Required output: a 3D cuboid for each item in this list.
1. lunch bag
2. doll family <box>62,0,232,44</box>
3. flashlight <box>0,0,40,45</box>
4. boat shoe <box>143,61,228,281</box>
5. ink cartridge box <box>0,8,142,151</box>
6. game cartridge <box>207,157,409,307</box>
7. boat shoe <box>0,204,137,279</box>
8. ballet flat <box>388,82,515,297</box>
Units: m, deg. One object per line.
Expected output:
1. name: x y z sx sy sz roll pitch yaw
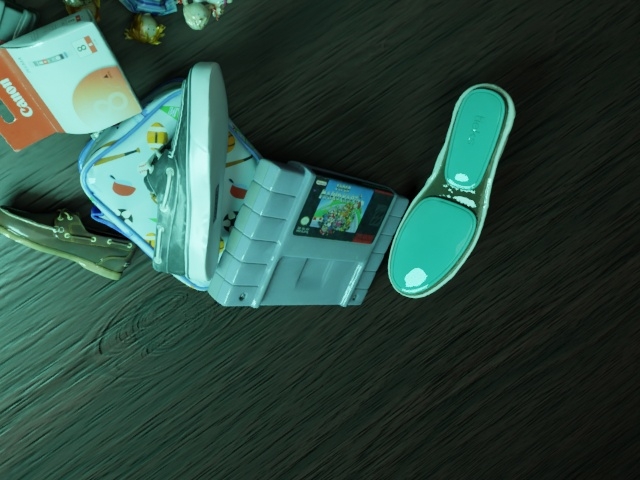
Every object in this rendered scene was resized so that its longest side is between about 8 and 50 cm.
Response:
1. lunch bag: -0.205 -0.080 0.966 0.243 0.115 0.303 -40 122 0
2. doll family: -0.252 -0.349 0.844 0.263 0.118 0.163 -4 108 -41
3. flashlight: -0.464 -0.174 0.824 0.103 0.103 0.304 7 114 -57
4. boat shoe: -0.184 -0.088 0.850 0.102 0.108 0.301 9 117 3
5. ink cartridge box: -0.336 -0.188 0.802 0.179 0.045 0.145 -29 143 -8
6. game cartridge: 0.000 0.000 1.038 0.355 0.068 0.230 7 115 -52
7. boat shoe: -0.374 -0.011 0.949 0.207 0.073 0.073 26 98 -37
8. ballet flat: 0.245 -0.082 1.149 0.139 0.139 0.400 12 107 -27
